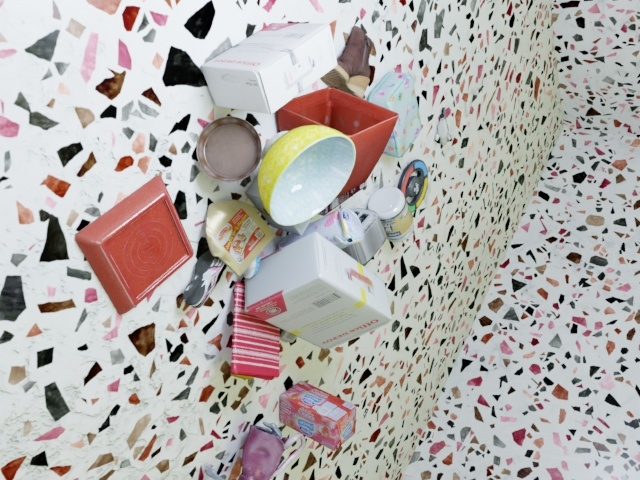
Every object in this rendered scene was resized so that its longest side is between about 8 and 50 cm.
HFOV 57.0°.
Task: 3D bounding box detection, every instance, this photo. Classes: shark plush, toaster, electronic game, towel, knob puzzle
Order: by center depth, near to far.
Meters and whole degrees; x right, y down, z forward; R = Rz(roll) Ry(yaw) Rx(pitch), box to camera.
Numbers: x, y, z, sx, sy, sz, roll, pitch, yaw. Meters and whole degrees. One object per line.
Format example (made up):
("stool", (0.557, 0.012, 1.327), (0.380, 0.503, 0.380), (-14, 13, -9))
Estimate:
("knob puzzle", (-0.241, -0.026, 1.620), (0.213, 0.030, 0.213), (7, 78, -34))
("towel", (-0.195, 0.275, 1.775), (0.199, 0.031, 0.275), (23, 60, -49))
("toaster", (0.136, -0.012, 2.132), (0.227, 0.129, 0.146), (-48, 135, -28))
("electronic game", (0.386, -0.224, 2.455), (0.229, 0.048, 0.229), (-29, 128, -45))
("shark plush", (0.524, -0.491, 2.552), (0.067, 0.073, 0.161), (-38, 115, -66))

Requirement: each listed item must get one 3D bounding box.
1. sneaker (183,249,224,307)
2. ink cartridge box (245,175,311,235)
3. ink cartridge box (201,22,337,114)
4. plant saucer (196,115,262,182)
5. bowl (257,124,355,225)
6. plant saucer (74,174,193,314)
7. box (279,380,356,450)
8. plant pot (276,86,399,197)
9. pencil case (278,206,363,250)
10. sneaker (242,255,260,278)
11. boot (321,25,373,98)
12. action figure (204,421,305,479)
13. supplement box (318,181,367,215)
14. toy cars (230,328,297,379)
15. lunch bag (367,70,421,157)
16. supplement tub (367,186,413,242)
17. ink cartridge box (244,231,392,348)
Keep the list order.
("sneaker", (-0.315, 0.106, 1.615), (0.178, 0.072, 0.077), (-59, 167, -21))
("ink cartridge box", (-0.107, -0.123, 1.733), (0.128, 0.127, 0.176), (-58, 145, -18))
("ink cartridge box", (-0.126, -0.442, 1.491), (0.283, 0.207, 0.117), (-45, 136, -33))
("plant saucer", (-0.231, -0.231, 1.505), (0.029, 0.168, 0.169), (65, 44, -88))
("bowl", (-0.064, -0.196, 1.543), (0.289, 0.156, 0.289), (-35, 152, -22))
("plant saucer", (-0.424, 0.017, 1.423), (0.259, 0.047, 0.258), (-45, 137, -33))
("box", (-0.012, 0.616, 2.089), (0.128, 0.256, 0.123), (-22, 120, -49))
("plant pot", (0.038, -0.284, 1.771), (0.267, 0.267, 0.236), (-31, 140, -44))
("pencil case", (0.000, 0.000, 1.816), (0.113, 0.273, 0.124), (33, 42, -45))
("sneaker", (-0.222, 0.019, 1.700), (0.083, 0.071, 0.191), (-8, 103, -46))
("boot", (0.082, -0.582, 1.857), (0.248, 0.090, 0.207), (23, 74, -55))
("action figure", (-0.211, 0.785, 1.897), (0.248, 0.275, 0.370), (62, 40, -54))
("supplement box", (0.032, -0.173, 1.905), (0.239, 0.130, 0.073), (-36, 133, -40))
("toy cars", (-0.136, 0.310, 1.926), (0.393, 0.087, 0.177), (-37, 133, -40))
("lunch bag", (0.271, -0.454, 2.134), (0.224, 0.107, 0.279), (-56, 145, -31))
("supplement tub", (0.276, -0.096, 2.271), (0.144, 0.144, 0.200), (-58, 143, -19))
("ink cartridge box", (-0.003, 0.167, 1.801), (0.384, 0.279, 0.160), (36, 37, -43))
